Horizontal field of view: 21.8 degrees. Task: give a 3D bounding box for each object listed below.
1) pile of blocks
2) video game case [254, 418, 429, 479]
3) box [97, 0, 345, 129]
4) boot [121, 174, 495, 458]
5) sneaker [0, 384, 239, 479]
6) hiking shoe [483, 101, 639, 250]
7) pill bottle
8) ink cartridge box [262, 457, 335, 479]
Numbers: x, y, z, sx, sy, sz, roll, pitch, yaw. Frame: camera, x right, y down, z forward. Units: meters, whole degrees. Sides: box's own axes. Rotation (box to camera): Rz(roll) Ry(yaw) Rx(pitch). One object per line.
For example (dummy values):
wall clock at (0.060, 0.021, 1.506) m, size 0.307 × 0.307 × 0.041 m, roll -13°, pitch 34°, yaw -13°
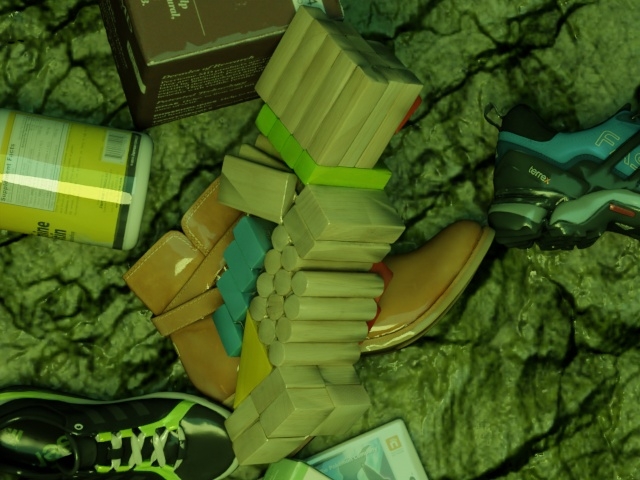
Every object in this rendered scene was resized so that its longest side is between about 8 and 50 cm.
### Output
pile of blocks at (0.000, 0.000, 1.332) m, size 0.113 × 0.149 × 0.362 m, roll 3°, pitch 104°, yaw -42°
video game case at (0.015, 0.274, 1.419) m, size 0.201 × 0.023 × 0.183 m, roll -22°, pitch 84°, yaw -11°
box at (-0.095, -0.213, 1.400) m, size 0.167 × 0.203 × 0.168 m, roll -15°, pitch 81°, yaw -11°
boot at (-0.009, 0.023, 1.431) m, size 0.283 × 0.109 × 0.220 m, roll -43°, pitch 85°, yaw -5°
sneaker at (-0.178, 0.174, 1.356) m, size 0.235 × 0.097 × 0.084 m, roll 2°, pitch 105°, yaw 1°
hiking shoe at (0.300, -0.060, 1.476) m, size 0.304 × 0.113 × 0.132 m, roll 2°, pitch 80°, yaw -8°
pill bottle at (-0.238, -0.055, 1.401) m, size 0.184 × 0.103 × 0.103 m, roll 10°, pitch 79°, yaw -6°
ink cartridge box at (0.027, 0.307, 1.374) m, size 0.235 × 0.056 × 0.171 m, roll 33°, pitch 73°, yaw -23°
